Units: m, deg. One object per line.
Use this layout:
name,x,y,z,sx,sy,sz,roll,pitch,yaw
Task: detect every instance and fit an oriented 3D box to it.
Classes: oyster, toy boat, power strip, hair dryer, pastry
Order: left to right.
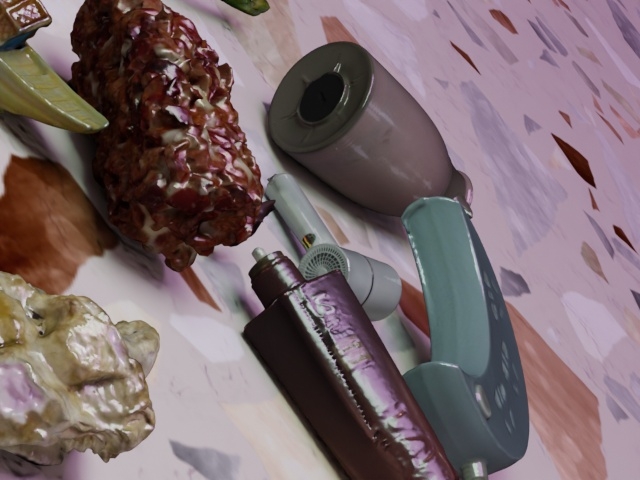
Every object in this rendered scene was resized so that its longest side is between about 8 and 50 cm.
toy boat,-0.199,-0.131,1.184,0.172,0.066,0.065,54,18,5
oyster,-0.146,0.047,0.984,0.163,0.081,0.191,50,17,10
pastry,-0.104,-0.079,1.227,0.097,0.115,0.208,22,34,-42
hair dryer,0.000,0.000,1.419,0.082,0.047,0.137,19,30,-56
power strip,0.107,0.094,1.399,0.167,0.054,0.253,58,21,-33

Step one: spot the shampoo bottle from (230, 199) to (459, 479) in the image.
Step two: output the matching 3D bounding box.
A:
shampoo bottle,0.007,0.078,1.259,0.236,0.067,0.068,56,30,12

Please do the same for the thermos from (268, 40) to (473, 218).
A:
thermos,0.045,-0.079,1.577,0.137,0.105,0.193,27,-7,47

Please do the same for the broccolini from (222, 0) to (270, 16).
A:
broccolini,-0.127,-0.230,1.514,0.058,0.071,0.254,13,-11,31
